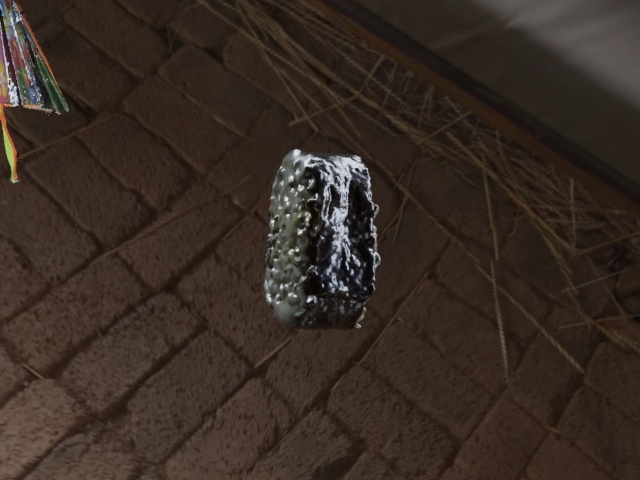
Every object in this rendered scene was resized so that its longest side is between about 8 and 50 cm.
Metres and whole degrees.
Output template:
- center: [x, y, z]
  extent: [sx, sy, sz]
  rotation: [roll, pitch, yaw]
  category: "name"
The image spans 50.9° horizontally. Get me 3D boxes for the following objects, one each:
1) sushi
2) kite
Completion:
- center: [0.000, 0.000, 0.565]
  extent: [0.078, 0.090, 0.150]
  rotation: [4, 82, -32]
  category: "sushi"
- center: [-0.238, -0.131, 0.475]
  extent: [0.014, 0.241, 0.183]
  rotation: [-6, 100, 3]
  category: "kite"
